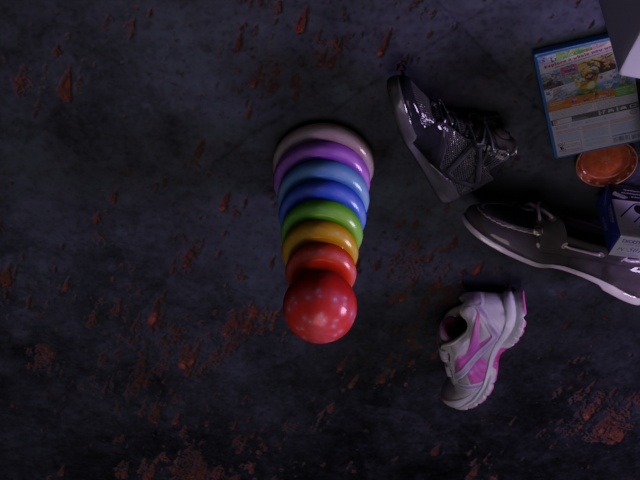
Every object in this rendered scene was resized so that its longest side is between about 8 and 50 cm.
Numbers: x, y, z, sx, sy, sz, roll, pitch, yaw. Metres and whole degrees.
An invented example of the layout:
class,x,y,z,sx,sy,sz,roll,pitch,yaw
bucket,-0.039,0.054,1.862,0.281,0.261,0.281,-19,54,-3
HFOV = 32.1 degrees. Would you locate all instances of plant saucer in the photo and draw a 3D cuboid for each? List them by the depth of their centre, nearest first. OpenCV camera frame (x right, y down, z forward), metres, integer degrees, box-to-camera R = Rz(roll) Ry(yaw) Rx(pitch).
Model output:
class,x,y,z,sx,sy,sz,roll,pitch,yaw
plant saucer,0.392,-0.109,1.529,0.084,0.013,0.083,0,134,0

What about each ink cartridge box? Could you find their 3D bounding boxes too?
class,x,y,z,sx,sy,sz,roll,pitch,yaw
ink cartridge box,0.496,-0.018,1.547,0.207,0.097,0.046,7,140,-10

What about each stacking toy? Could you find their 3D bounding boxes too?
class,x,y,z,sx,sy,sz,roll,pitch,yaw
stacking toy,0.000,0.000,1.427,0.141,0.330,0.141,1,134,1

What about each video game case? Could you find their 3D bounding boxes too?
class,x,y,z,sx,sy,sz,roll,pitch,yaw
video game case,0.349,-0.187,1.444,0.119,0.015,0.166,-11,128,13

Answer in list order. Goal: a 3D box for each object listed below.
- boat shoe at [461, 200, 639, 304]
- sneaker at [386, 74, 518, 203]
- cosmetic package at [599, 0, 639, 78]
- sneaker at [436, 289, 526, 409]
class,x,y,z,sx,sy,sz,roll,pitch,yaw
boat shoe,0.353,-0.007,1.576,0.335,0.112,0.095,20,114,-24
sneaker,0.174,-0.148,1.451,0.130,0.087,0.227,-22,133,19
cosmetic package,0.434,-0.278,1.213,0.224,0.224,0.138,9,135,-9
sneaker,0.230,0.163,1.749,0.111,0.103,0.252,15,126,-6
